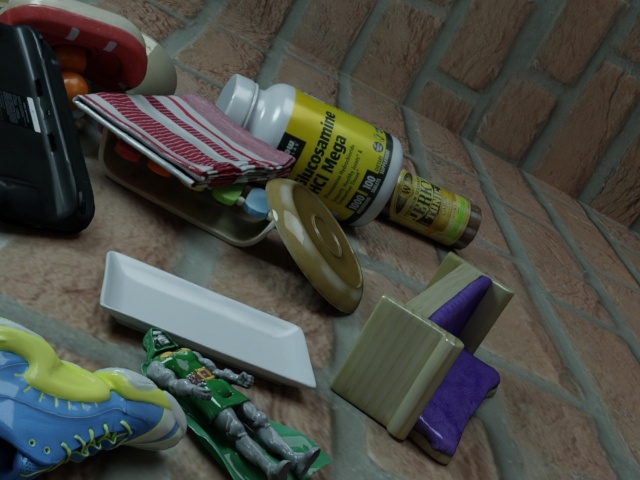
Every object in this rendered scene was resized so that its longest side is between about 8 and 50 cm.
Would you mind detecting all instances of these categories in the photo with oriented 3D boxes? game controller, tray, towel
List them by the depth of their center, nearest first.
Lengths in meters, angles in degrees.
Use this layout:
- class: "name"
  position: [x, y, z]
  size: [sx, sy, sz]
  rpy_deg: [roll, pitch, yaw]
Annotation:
- class: "tray"
  position: [-0.136, 0.102, 1.162]
  size: [0.270, 0.030, 0.145]
  rpy_deg: [24, 20, -18]
- class: "game controller"
  position: [-0.383, -0.153, 1.232]
  size: [0.166, 0.067, 0.319]
  rpy_deg: [6, 55, -45]
- class: "towel"
  position: [-0.196, -0.164, 1.498]
  size: [0.237, 0.037, 0.329]
  rpy_deg: [34, 18, 14]

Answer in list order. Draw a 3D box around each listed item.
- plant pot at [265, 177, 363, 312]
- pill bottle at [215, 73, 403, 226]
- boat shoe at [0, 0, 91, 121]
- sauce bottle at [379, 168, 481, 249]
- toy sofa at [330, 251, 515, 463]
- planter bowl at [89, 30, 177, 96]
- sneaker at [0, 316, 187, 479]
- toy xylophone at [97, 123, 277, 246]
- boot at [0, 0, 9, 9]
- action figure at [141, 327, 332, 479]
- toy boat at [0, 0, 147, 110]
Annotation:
- class: "plant pot"
  position: [0.000, 0.000, 1.471]
  size: [0.236, 0.032, 0.236]
  rpy_deg: [51, 18, -23]
- class: "pill bottle"
  position: [-0.034, -0.168, 1.775]
  size: [0.334, 0.188, 0.188]
  rpy_deg: [23, 19, -18]
- class: "boat shoe"
  position: [-0.454, -0.277, 1.575]
  size: [0.114, 0.091, 0.302]
  rpy_deg: [18, 35, -42]
- class: "sauce bottle"
  position: [0.164, -0.087, 1.992]
  size: [0.344, 0.111, 0.111]
  rpy_deg: [21, 20, -20]
- class: "toy sofa"
  position: [0.173, 0.144, 1.329]
  size: [0.177, 0.150, 0.362]
  rpy_deg: [33, 18, 14]
- class: "planter bowl"
  position: [-0.339, -0.264, 1.651]
  size: [0.162, 0.162, 0.109]
  rpy_deg: [29, 45, -3]
- class: "sneaker"
  position: [-0.222, 0.162, 0.827]
  size: [0.240, 0.091, 0.126]
  rpy_deg: [30, 45, -32]
- class: "toy xylophone"
  position: [-0.198, -0.102, 1.521]
  size: [0.323, 0.081, 0.236]
  rpy_deg: [26, 18, -12]
- class: "boot"
  position: [-0.647, -0.438, 1.766]
  size: [0.249, 0.090, 0.207]
  rpy_deg: [18, 9, -28]
- class: "action figure"
  position: [-0.107, 0.165, 1.001]
  size: [0.232, 0.063, 0.137]
  rpy_deg: [35, 22, 27]
- class: "toy boat"
  position: [-0.371, -0.265, 1.455]
  size: [0.231, 0.151, 0.151]
  rpy_deg: [11, -16, -39]
